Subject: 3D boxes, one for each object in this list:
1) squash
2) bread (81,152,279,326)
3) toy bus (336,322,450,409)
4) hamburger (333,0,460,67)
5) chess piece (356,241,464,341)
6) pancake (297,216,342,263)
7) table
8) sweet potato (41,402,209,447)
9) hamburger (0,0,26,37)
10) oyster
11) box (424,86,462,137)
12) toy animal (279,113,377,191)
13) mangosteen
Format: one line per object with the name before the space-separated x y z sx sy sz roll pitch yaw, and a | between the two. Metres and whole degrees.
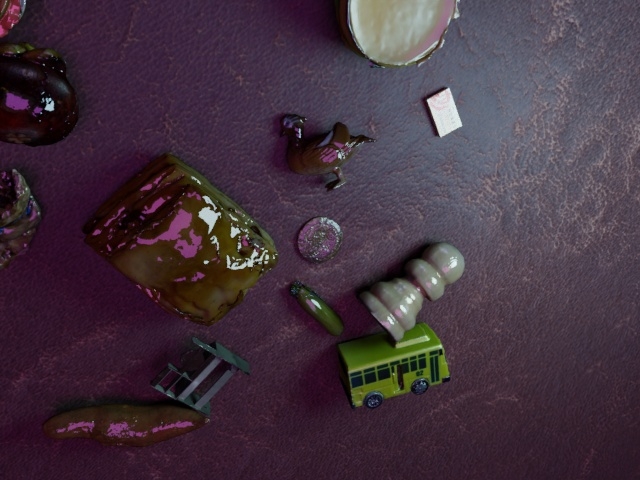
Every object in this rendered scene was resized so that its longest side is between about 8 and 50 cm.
squash | -0.004 0.165 1.162 0.052 0.052 0.183 -40 111 3
bread | -0.273 0.019 0.969 0.277 0.167 0.324 -41 114 3
toy bus | 0.180 0.305 1.217 0.262 0.128 0.150 -13 113 -9
hamburger | 0.130 -0.445 0.907 0.237 0.149 0.237 -7 121 -11
chess piece | 0.227 0.106 1.157 0.261 0.143 0.142 -41 115 -2
pancake | 0.000 0.000 1.117 0.115 0.011 0.114 -5 112 -12
table | -0.279 0.309 1.137 0.146 0.062 0.175 -46 115 6
sweet potato | -0.440 0.426 1.126 0.355 0.095 0.106 4 154 -14
hamburger | -0.549 -0.392 0.757 0.175 0.137 0.175 -6 110 -17
oyster | -0.638 -0.027 0.910 0.214 0.083 0.222 -5 118 -10
box | 0.272 -0.282 1.076 0.058 0.015 0.093 -30 115 -4
toy animal | 0.015 -0.201 1.011 0.188 0.089 0.179 -27 100 3
mangosteen | -0.499 -0.252 0.823 0.166 0.166 0.180 -2 87 -14
